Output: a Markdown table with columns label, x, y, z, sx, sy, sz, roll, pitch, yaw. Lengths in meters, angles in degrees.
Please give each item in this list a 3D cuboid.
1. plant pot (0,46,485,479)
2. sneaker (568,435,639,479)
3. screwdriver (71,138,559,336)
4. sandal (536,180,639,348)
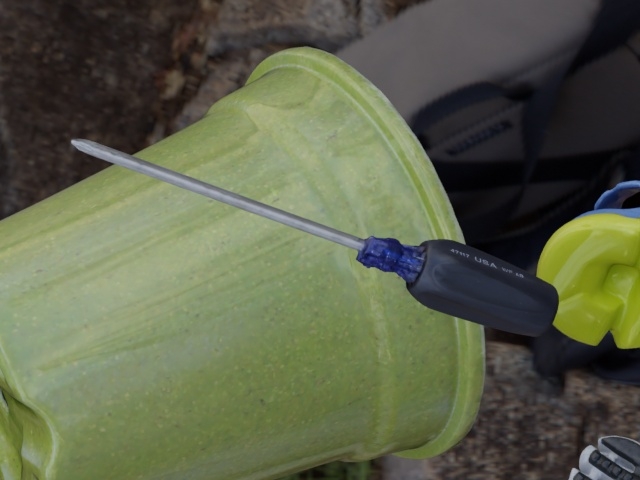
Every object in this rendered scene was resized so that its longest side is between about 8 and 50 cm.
| label | x | y | z | sx | sy | sz | roll | pitch | yaw |
| --- | --- | --- | --- | --- | --- | --- | --- | --- | --- |
| plant pot | -0.085 | 0.050 | 0.857 | 0.276 | 0.253 | 0.276 | 44 | 145 | 42 |
| sneaker | 0.260 | 0.346 | 1.515 | 0.292 | 0.118 | 0.110 | -44 | 51 | -7 |
| screwdriver | 0.000 | 0.000 | 0.462 | 0.024 | 0.169 | 0.025 | 129 | 153 | -56 |
| sandal | 0.312 | 0.031 | 1.033 | 0.317 | 0.138 | 0.126 | 20 | 115 | -2 |
